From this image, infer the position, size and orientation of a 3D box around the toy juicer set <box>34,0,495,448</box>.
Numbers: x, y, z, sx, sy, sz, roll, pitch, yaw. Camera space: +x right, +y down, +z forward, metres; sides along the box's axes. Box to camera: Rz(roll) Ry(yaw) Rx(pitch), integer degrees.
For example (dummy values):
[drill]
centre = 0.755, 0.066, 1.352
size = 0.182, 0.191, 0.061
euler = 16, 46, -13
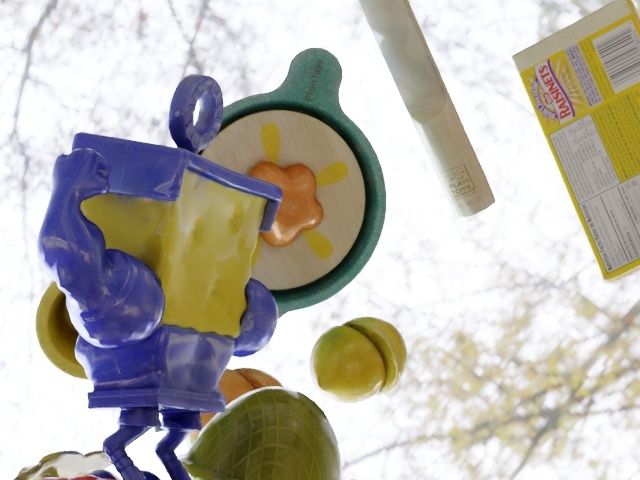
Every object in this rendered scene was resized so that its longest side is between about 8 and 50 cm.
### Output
[toy juicer set]
centre = 0.000, 0.000, 0.979
size = 0.209, 0.089, 0.329
euler = 44, -94, -14

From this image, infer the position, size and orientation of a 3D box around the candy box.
[candy box]
centre = 0.230, -0.079, 1.220
size = 0.027, 0.105, 0.206
euler = 23, -136, -58

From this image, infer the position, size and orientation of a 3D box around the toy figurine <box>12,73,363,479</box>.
[toy figurine]
centre = -0.037, 0.030, 0.783
size = 0.362, 0.191, 0.217
euler = 17, -104, -62
